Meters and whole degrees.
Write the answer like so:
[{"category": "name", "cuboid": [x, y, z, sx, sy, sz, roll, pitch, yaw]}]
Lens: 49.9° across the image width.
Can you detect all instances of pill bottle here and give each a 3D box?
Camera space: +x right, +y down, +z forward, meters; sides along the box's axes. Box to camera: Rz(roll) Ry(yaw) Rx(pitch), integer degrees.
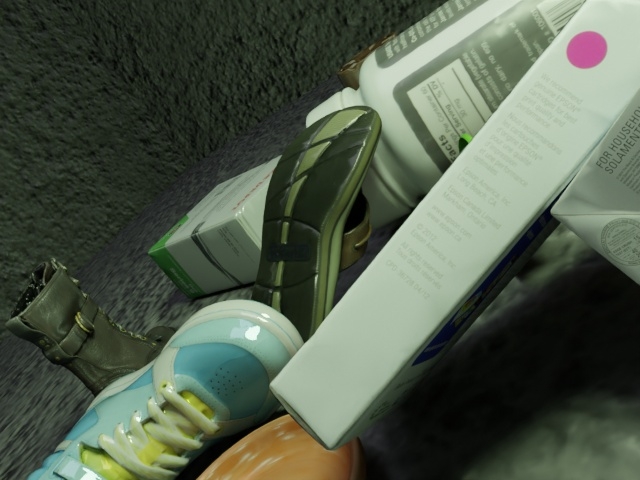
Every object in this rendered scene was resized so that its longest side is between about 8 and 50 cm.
[{"category": "pill bottle", "cuboid": [0.175, -0.174, 0.801, 0.361, 0.204, 0.204, -30, 18, 20]}]

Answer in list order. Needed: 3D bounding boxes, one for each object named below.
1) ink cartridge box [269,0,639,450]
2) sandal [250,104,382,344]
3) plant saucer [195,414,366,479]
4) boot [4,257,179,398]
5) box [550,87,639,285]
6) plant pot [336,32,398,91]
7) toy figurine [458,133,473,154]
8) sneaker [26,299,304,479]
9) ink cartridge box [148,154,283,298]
[{"category": "ink cartridge box", "cuboid": [0.130, -0.029, 0.447, 0.371, 0.069, 0.176, -49, -18, 11]}, {"category": "sandal", "cuboid": [-0.001, 0.001, 0.733, 0.120, 0.086, 0.303, 10, 83, 44]}, {"category": "plant saucer", "cuboid": [-0.046, 0.209, 0.500, 0.200, 0.037, 0.200, -34, 17, 12]}, {"category": "boot", "cuboid": [-0.281, 0.114, 0.897, 0.091, 0.229, 0.263, -34, 17, 8]}, {"category": "box", "cuboid": [0.264, -0.097, 0.378, 0.290, 0.087, 0.169, -32, -25, -37]}, {"category": "plant pot", "cuboid": [0.125, -0.266, 1.223, 0.167, 0.165, 0.167, -32, 17, 11]}, {"category": "toy figurine", "cuboid": [0.221, -0.058, 0.619, 0.159, 0.130, 0.173, -22, -7, 4]}, {"category": "sneaker", "cuboid": [-0.150, 0.190, 0.611, 0.319, 0.127, 0.208, -39, 11, 35]}, {"category": "ink cartridge box", "cuboid": [-0.122, -0.027, 1.146, 0.289, 0.121, 0.211, -16, 26, 50]}]
